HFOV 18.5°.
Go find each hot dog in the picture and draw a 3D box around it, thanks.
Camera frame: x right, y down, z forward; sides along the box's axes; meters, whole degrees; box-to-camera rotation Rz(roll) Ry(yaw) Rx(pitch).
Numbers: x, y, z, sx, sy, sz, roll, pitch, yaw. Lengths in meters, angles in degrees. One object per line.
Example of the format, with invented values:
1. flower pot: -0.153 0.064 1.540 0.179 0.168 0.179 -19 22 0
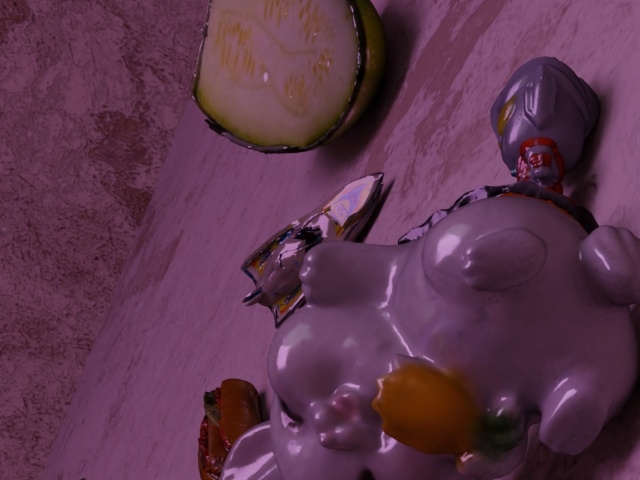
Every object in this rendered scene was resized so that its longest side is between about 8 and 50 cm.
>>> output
1. hot dog: -0.097 0.203 2.041 0.235 0.062 0.092 -116 48 -77

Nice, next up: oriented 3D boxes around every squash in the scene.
1. squash: -0.035 -0.209 2.234 0.309 0.210 0.233 -100 23 -78

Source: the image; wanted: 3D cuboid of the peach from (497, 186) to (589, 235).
1. peach: 0.134 0.016 1.275 0.101 0.101 0.101 -61 12 23

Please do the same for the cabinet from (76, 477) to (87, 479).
1. cabinet: -0.240 0.350 1.915 0.145 0.206 0.150 -3 -54 -54

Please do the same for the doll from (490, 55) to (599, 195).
1. doll: 0.161 -0.070 1.403 0.094 0.079 0.180 79 -168 -46

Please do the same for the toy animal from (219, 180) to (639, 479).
1. toy animal: 0.065 0.095 1.196 0.154 0.208 0.325 -55 -9 -52

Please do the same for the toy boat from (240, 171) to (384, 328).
1. toy boat: 0.000 0.000 1.995 0.210 0.066 0.084 -47 58 29
